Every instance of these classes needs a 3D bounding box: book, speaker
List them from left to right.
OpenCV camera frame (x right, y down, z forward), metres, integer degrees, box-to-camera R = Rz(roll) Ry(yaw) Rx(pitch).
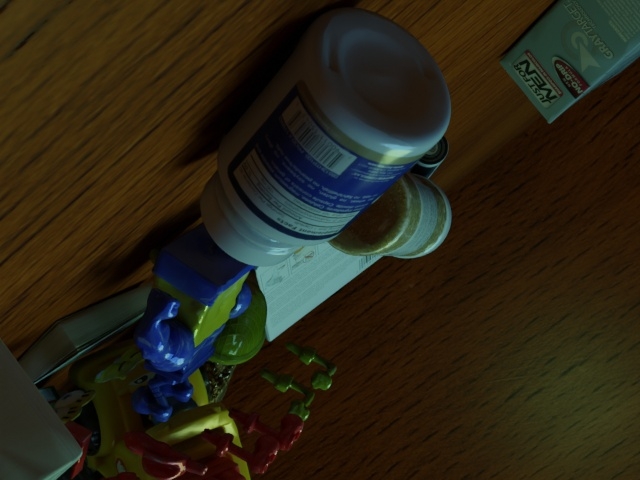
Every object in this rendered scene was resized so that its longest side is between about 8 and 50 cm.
[{"bbox_3d":[-0.227,0.092,1.055,0.096,0.035,0.144,-37,177,29],"label":"book"},{"bbox_3d":[0.146,-0.119,1.596,0.055,0.055,0.136,-37,175,-11],"label":"speaker"}]

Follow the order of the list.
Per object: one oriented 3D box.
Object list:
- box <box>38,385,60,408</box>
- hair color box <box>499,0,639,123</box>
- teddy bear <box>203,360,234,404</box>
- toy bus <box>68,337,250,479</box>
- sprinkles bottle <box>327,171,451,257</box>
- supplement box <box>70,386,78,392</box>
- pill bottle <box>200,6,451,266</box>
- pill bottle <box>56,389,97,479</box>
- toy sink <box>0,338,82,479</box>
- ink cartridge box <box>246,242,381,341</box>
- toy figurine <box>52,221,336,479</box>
[{"bbox_3d":[-0.337,0.200,1.046,0.179,0.043,0.105,-30,176,-2],"label":"box"},{"bbox_3d":[0.402,-0.313,1.340,0.185,0.114,0.374,-34,173,-35],"label":"hair color box"},{"bbox_3d":[-0.181,0.199,1.338,0.245,0.113,0.338,-68,-179,-66],"label":"teddy bear"},{"bbox_3d":[-0.143,0.215,1.088,0.149,0.220,0.211,-18,-170,-30],"label":"toy bus"},{"bbox_3d":[0.089,-0.037,1.420,0.121,0.121,0.355,-39,171,10],"label":"sprinkles bottle"},{"bbox_3d":[-0.274,0.206,1.462,0.083,0.056,0.083,-38,161,-7],"label":"supplement box"},{"bbox_3d":[-0.006,-0.061,0.755,0.112,0.112,0.186,-33,173,-43],"label":"pill bottle"},{"bbox_3d":[-0.332,0.298,1.155,0.162,0.162,0.278,-43,-177,41],"label":"pill bottle"},{"bbox_3d":[-0.305,0.184,0.744,0.153,0.131,0.234,-42,173,30],"label":"toy sink"},{"bbox_3d":[0.000,0.000,1.635,0.275,0.060,0.239,-36,149,-19],"label":"ink cartridge box"},{"bbox_3d":[-0.078,0.065,1.001,0.362,0.191,0.217,-38,151,-61],"label":"toy figurine"}]
